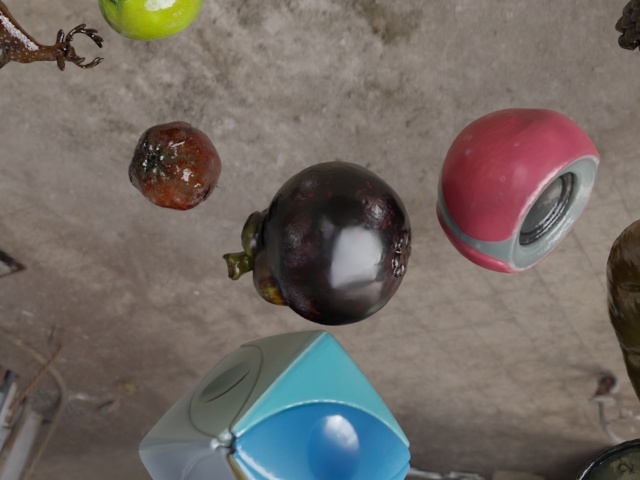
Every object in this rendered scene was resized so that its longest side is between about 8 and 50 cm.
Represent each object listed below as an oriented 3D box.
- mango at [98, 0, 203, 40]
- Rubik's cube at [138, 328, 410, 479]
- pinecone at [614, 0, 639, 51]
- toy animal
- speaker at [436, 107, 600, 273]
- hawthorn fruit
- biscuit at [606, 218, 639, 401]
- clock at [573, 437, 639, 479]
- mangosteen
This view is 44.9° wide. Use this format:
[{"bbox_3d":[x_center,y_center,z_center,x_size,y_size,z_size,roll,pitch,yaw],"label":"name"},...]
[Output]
[{"bbox_3d":[-0.308,-0.451,1.429,0.185,0.273,0.149,-22,114,5],"label":"mango"},{"bbox_3d":[-0.086,0.408,1.487,0.347,0.351,0.352,-19,110,47],"label":"Rubik's cube"},{"bbox_3d":[0.593,-0.361,1.260,0.184,0.179,0.204,18,180,38],"label":"pinecone"},{"bbox_3d":[-0.578,-0.389,1.492,0.260,0.087,0.243,-12,146,32],"label":"toy animal"},{"bbox_3d":[0.338,-0.093,1.337,0.294,0.294,0.294,6,145,4],"label":"speaker"},{"bbox_3d":[-0.278,-0.137,1.560,0.181,0.181,0.235,-6,164,21],"label":"hawthorn fruit"},{"bbox_3d":[0.234,0.085,0.438,0.203,0.041,0.260,47,170,24],"label":"biscuit"},{"bbox_3d":[0.312,0.274,0.717,0.184,0.184,0.040,-21,141,36],"label":"clock"},{"bbox_3d":[0.014,0.002,1.387,0.297,0.297,0.313,38,164,-35],"label":"mangosteen"}]
